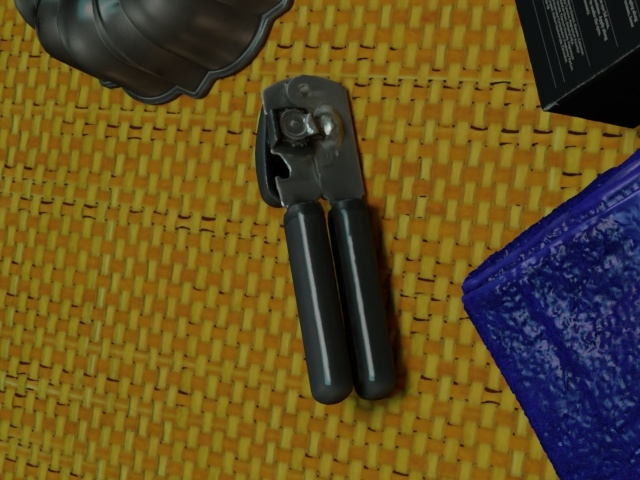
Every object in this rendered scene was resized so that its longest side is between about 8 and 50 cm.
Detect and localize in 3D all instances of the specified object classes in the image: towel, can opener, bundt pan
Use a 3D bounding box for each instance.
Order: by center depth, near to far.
[{"bbox_3d":[0.249,0.038,1.326,0.308,0.076,0.228,-40,66,31],"label":"towel"},{"bbox_3d":[0.000,0.000,1.578,0.095,0.076,0.283,135,129,-65],"label":"can opener"},{"bbox_3d":[-0.165,-0.293,1.711,0.330,0.124,0.331,-7,79,39],"label":"bundt pan"}]

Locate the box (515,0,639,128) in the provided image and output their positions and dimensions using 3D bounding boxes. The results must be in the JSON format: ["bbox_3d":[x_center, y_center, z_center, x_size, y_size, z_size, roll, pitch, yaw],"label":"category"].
[{"bbox_3d":[0.223,-0.239,1.357,0.184,0.103,0.261,-36,57,46],"label":"box"}]
